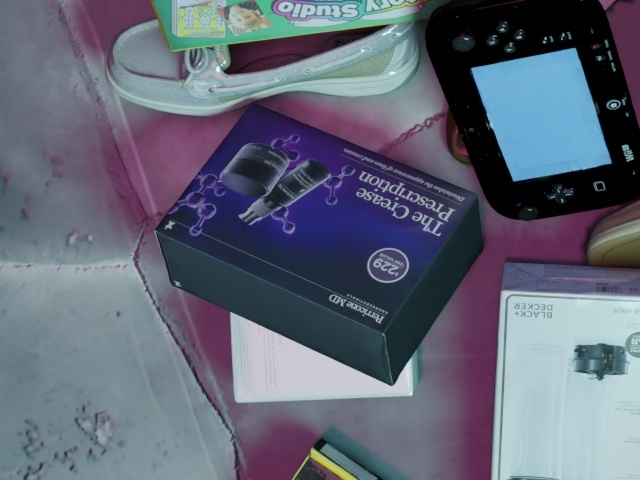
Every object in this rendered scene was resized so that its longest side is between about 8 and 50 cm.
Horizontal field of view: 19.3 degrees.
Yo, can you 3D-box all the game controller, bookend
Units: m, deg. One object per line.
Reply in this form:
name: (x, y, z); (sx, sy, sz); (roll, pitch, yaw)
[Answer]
game controller: (0.212, -0.127, 1.793); (0.166, 0.319, 0.067); (-3, 54, 20)
bookend: (0.344, -0.181, 1.878); (0.156, 0.072, 0.157); (44, 94, 3)

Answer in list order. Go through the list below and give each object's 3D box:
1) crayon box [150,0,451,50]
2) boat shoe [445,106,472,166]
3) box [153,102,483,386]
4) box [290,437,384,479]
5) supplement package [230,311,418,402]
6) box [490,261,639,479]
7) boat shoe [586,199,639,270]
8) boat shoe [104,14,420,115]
crayon box: (0.020, -0.350, 1.814); (0.363, 0.106, 0.313); (-7, 55, 7)
boat shoe: (0.171, -0.162, 1.902); (0.064, 0.060, 0.178); (21, 93, 5)
box: (0.000, 0.000, 1.831); (0.261, 0.103, 0.184); (23, 63, 22)
box: (0.014, 0.404, 1.909); (0.257, 0.079, 0.322); (34, 100, 3)
supplement package: (0.006, 0.105, 1.903); (0.179, 0.105, 0.105); (-3, 91, 7)
box: (0.252, 0.174, 1.849); (0.169, 0.087, 0.290); (2, 108, 6)
boat shoe: (0.422, -0.044, 1.864); (0.341, 0.122, 0.110); (-16, 52, 3)
boat shoe: (-0.060, -0.200, 1.887); (0.320, 0.103, 0.118); (-1, 63, 4)
